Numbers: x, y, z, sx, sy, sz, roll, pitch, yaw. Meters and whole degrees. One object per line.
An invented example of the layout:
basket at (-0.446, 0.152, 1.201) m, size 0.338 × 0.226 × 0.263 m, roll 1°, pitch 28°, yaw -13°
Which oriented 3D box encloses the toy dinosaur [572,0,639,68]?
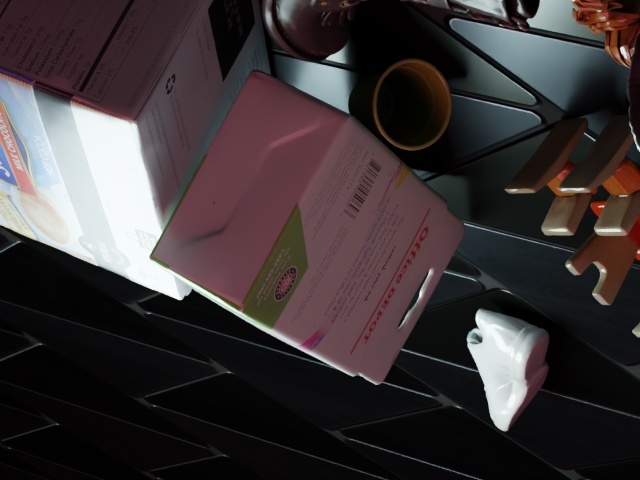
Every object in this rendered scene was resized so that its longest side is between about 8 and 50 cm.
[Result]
toy dinosaur at (0.264, -0.156, 1.297) m, size 0.218 × 0.322 × 0.164 m, roll 0°, pitch 107°, yaw 41°

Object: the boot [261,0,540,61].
boot at (0.067, -0.210, 1.536) m, size 0.229 × 0.091 × 0.263 m, roll 18°, pitch 154°, yaw 19°

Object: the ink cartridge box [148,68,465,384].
ink cartridge box at (0.000, 0.000, 1.825) m, size 0.119 × 0.207 × 0.353 m, roll 27°, pitch 175°, yaw 27°

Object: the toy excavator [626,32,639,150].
toy excavator at (0.388, -0.155, 1.112) m, size 0.222 × 0.445 × 0.432 m, roll 2°, pitch 119°, yaw 45°

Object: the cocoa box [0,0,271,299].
cocoa box at (-0.198, -0.148, 1.754) m, size 0.228 × 0.231 × 0.347 m, roll 20°, pitch 156°, yaw 14°

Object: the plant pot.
plant pot at (0.066, -0.125, 1.744) m, size 0.083 × 0.083 × 0.079 m, roll 37°, pitch 166°, yaw -25°

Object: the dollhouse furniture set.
dollhouse furniture set at (0.340, -0.009, 1.660) m, size 0.262 × 0.135 × 0.259 m, roll 46°, pitch 159°, yaw -23°

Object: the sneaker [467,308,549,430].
sneaker at (0.208, 0.141, 2.172) m, size 0.094 × 0.080 × 0.212 m, roll 31°, pitch 152°, yaw 18°
